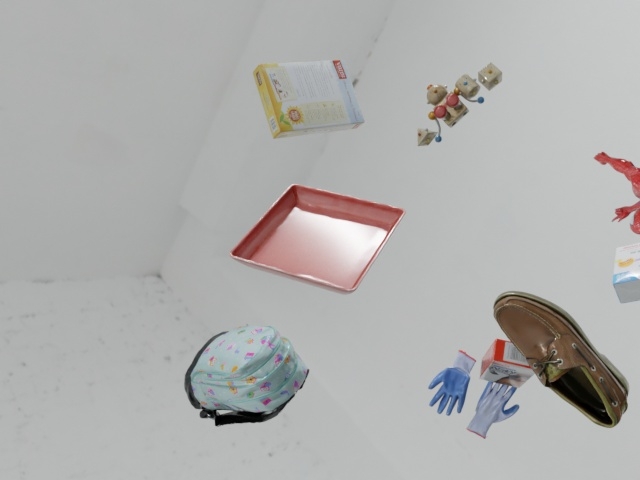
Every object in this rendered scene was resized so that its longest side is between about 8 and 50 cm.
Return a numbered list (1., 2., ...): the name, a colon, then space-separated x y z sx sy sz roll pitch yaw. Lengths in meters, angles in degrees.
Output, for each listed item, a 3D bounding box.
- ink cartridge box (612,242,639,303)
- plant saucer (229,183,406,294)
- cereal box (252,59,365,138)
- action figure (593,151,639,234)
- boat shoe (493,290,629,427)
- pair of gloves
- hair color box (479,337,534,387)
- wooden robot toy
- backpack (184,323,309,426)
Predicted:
1. ink cartridge box: 0.733 0.057 1.516 0.061 0.104 0.181 59 -142 -20
2. plant saucer: 0.000 0.000 1.276 0.259 0.259 0.047 -52 -32 -44
3. cereal box: -0.025 -0.338 1.575 0.240 0.172 0.047 -11 -11 -31
4. action figure: 0.458 -0.134 0.955 0.092 0.139 0.280 23 -106 -21
5. boat shoe: 0.446 0.218 1.236 0.104 0.307 0.110 -45 -8 -50
6. pair of gloves: 0.355 0.358 1.537 0.159 0.198 0.023 -59 -23 -5
7. hair color box: 0.400 0.263 1.413 0.167 0.093 0.053 81 -158 -67
8. wooden robot toy: 0.204 -0.234 1.079 0.173 0.079 0.076 -43 -24 15
9. backpack: -0.111 0.195 0.994 0.115 0.182 0.152 53 -128 -27
